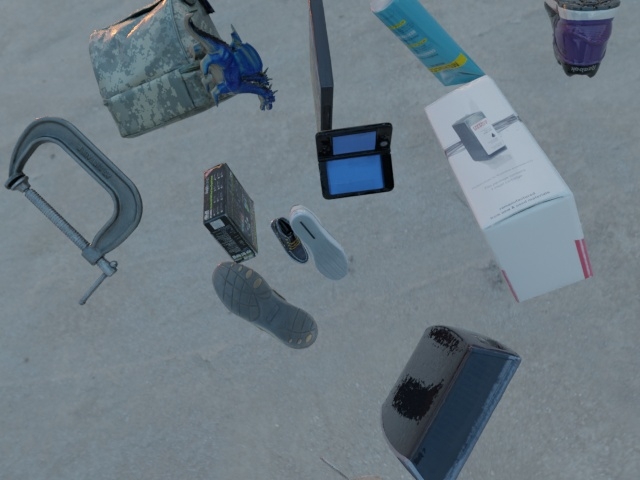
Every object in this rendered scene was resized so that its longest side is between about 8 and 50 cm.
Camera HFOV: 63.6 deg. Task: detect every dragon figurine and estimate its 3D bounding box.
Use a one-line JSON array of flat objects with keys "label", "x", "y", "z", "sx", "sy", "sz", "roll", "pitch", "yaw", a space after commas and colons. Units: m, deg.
[{"label": "dragon figurine", "x": -0.172, "y": -0.358, "z": 1.012, "sx": 0.144, "sy": 0.289, "sz": 0.085, "roll": -31, "pitch": 59, "yaw": -9}]

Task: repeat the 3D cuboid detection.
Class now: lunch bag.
[{"label": "lunch bag", "x": -0.370, "y": -0.412, "z": 1.208, "sx": 0.306, "sy": 0.255, "sz": 0.212, "roll": -11, "pitch": 25, "yaw": 27}]

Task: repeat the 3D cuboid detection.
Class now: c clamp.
[{"label": "c clamp", "x": -0.246, "y": -0.032, "z": 0.503, "sx": 0.137, "sy": 0.022, "sz": 0.160, "roll": -38, "pitch": 96, "yaw": 17}]

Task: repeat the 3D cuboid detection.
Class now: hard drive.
[{"label": "hard drive", "x": 0.132, "y": 0.175, "z": 0.597, "sx": 0.054, "sy": 0.254, "sz": 0.171, "roll": 31, "pitch": 86, "yaw": 4}]

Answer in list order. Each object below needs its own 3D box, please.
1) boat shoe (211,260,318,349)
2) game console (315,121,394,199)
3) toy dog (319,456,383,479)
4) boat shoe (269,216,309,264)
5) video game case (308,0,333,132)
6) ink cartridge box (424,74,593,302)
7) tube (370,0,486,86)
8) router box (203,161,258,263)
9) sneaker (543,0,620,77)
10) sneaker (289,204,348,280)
[{"label": "boat shoe", "x": -0.149, "y": 0.176, "z": 1.345, "sx": 0.324, "sy": 0.116, "sz": 0.123, "roll": 38, "pitch": 77, "yaw": 12}, {"label": "game console", "x": 0.058, "y": -0.126, "z": 0.830, "sx": 0.122, "sy": 0.107, "sz": 0.071, "roll": -8, "pitch": 68, "yaw": 0}, {"label": "toy dog", "x": 0.036, "y": 0.465, "z": 0.846, "sx": 0.161, "sy": 0.333, "sz": 0.220, "roll": -7, "pitch": 54, "yaw": 5}, {"label": "boat shoe", "x": -0.094, "y": 0.004, "z": 1.675, "sx": 0.065, "sy": 0.083, "sz": 0.183, "roll": -41, "pitch": 99, "yaw": -17}, {"label": "video game case", "x": 0.001, "y": -0.403, "z": 1.264, "sx": 0.035, "sy": 0.248, "sz": 0.274, "roll": -6, "pitch": 67, "yaw": -3}, {"label": "ink cartridge box", "x": 0.212, "y": -0.063, "z": 0.599, "sx": 0.092, "sy": 0.158, "sz": 0.217, "roll": -24, "pitch": 45, "yaw": 17}, {"label": "tube", "x": 0.158, "y": -0.291, "z": 0.756, "sx": 0.080, "sy": 0.207, "sz": 0.052, "roll": 15, "pitch": 80, "yaw": 52}, {"label": "router box", "x": -0.131, "y": -0.041, "z": 0.752, "sx": 0.038, "sy": 0.092, "sz": 0.122, "roll": -22, "pitch": 43, "yaw": 11}, {"label": "sneaker", "x": 0.434, "y": -0.361, "z": 0.892, "sx": 0.107, "sy": 0.124, "sz": 0.283, "roll": 6, "pitch": 34, "yaw": 20}, {"label": "sneaker", "x": 0.000, "y": 0.000, "z": 1.444, "sx": 0.094, "sy": 0.258, "sz": 0.091, "roll": -27, "pitch": 30, "yaw": 10}]
